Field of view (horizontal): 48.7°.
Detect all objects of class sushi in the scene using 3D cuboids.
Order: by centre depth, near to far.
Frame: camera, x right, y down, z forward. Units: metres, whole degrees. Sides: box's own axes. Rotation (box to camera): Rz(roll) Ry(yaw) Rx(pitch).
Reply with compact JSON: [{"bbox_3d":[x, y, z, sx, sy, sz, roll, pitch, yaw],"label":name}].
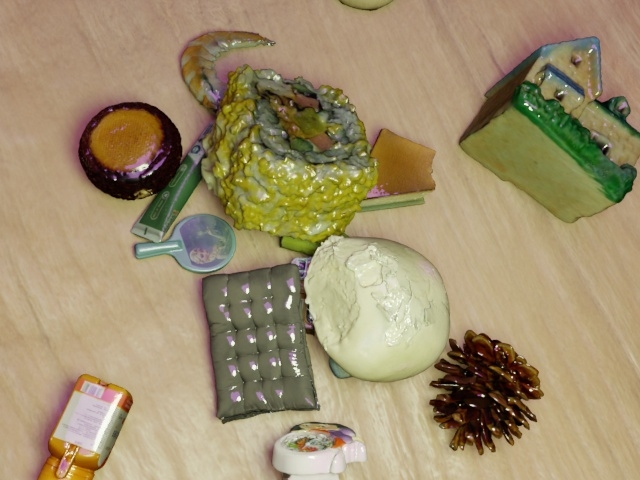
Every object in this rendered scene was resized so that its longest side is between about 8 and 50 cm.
[{"bbox_3d":[-0.084,-0.202,1.609,0.351,0.240,0.397,4,48,-24],"label":"sushi"}]

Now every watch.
[{"bbox_3d":[-0.001,0.508,1.458,0.196,0.244,0.231,-4,93,-7],"label":"watch"}]

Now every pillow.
[{"bbox_3d":[-0.129,0.223,1.538,0.228,0.101,0.327,-9,80,7],"label":"pillow"}]

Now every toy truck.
[{"bbox_3d":[-0.049,0.124,1.642,0.115,0.080,0.178,6,71,4],"label":"toy truck"}]

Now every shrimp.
[{"bbox_3d":[-0.262,-0.460,1.834,0.185,0.068,0.287,31,59,-1],"label":"shrimp"}]

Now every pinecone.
[{"bbox_3d":[0.356,0.340,1.535,0.264,0.264,0.264,3,70,-7],"label":"pinecone"}]

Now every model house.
[{"bbox_3d":[0.620,-0.295,1.761,0.382,0.334,0.343,39,71,-5],"label":"model house"}]

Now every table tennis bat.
[{"bbox_3d":[-0.317,0.011,1.665,0.237,0.038,0.149,-6,72,-13],"label":"table tennis bat"}]

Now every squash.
[{"bbox_3d":[0.000,0.000,1.683,0.187,0.095,0.095,17,69,-4],"label":"squash"}]

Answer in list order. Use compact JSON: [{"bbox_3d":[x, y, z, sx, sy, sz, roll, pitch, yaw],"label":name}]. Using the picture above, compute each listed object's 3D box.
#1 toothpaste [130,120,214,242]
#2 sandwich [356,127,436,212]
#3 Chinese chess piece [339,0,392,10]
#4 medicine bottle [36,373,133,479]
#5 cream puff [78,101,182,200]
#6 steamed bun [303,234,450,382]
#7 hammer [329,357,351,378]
[{"bbox_3d":[-0.316,-0.161,1.709,0.098,0.061,0.392,17,66,32],"label":"toothpaste"},{"bbox_3d":[0.184,-0.140,1.750,0.186,0.108,0.220,25,67,2],"label":"sandwich"},{"bbox_3d":[0.124,-0.764,1.969,0.249,0.103,0.250,3,69,-9],"label":"Chinese chess piece"},{"bbox_3d":[-0.478,0.397,1.441,0.112,0.149,0.222,21,69,-1],"label":"medicine bottle"},{"bbox_3d":[-0.436,-0.204,1.650,0.239,0.165,0.239,1,68,-3],"label":"cream puff"},{"bbox_3d":[0.148,0.128,1.527,0.311,0.233,0.334,2,57,-46],"label":"steamed bun"},{"bbox_3d":[0.060,0.219,1.635,0.116,0.069,0.194,-13,65,-12],"label":"hammer"}]
